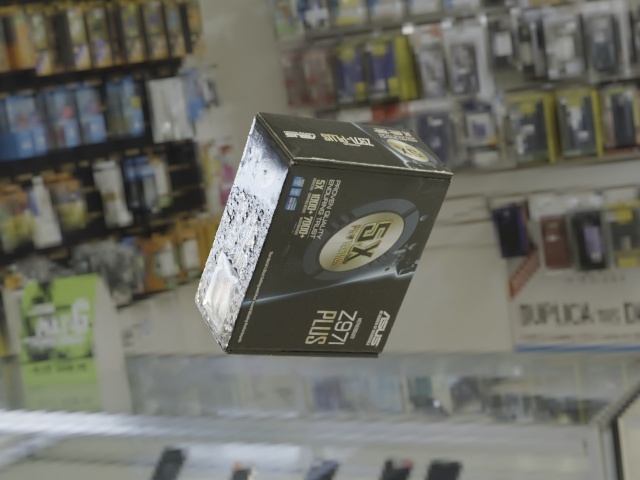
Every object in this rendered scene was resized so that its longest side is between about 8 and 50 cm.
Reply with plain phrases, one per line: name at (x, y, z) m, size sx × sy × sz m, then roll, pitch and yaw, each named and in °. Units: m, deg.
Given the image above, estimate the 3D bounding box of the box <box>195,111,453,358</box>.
box at (0.000, 0.000, 1.106) m, size 0.147 × 0.180 × 0.077 m, roll 5°, pitch 30°, yaw -31°
